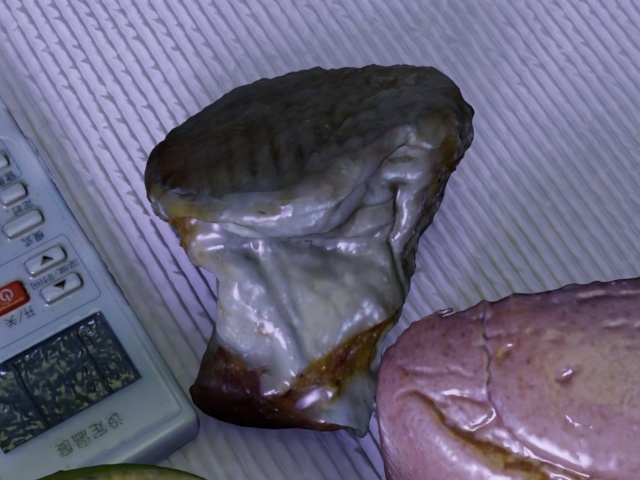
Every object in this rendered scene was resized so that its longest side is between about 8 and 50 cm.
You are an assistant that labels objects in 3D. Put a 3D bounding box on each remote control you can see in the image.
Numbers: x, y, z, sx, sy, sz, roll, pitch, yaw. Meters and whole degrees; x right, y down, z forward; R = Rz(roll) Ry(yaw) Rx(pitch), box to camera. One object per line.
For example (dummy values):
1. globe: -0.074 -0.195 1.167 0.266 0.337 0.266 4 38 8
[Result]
1. remote control: -0.227 0.025 1.006 0.145 0.050 0.344 -29 70 -17

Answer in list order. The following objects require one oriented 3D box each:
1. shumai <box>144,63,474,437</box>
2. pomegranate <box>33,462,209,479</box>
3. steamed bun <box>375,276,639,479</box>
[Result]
1. shumai: 0.000 0.000 1.002 0.222 0.204 0.272 6 33 39
2. pomegranate: -0.089 0.289 0.812 0.358 0.216 0.310 2 50 -38
3. steamed bun: 0.186 0.138 0.889 0.301 0.251 0.199 -8 76 -4
